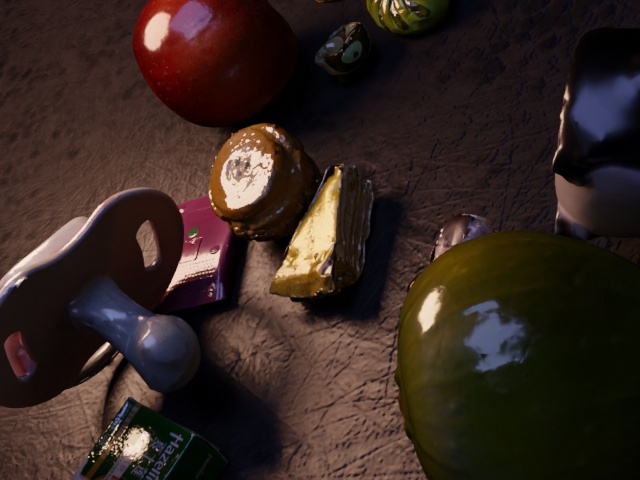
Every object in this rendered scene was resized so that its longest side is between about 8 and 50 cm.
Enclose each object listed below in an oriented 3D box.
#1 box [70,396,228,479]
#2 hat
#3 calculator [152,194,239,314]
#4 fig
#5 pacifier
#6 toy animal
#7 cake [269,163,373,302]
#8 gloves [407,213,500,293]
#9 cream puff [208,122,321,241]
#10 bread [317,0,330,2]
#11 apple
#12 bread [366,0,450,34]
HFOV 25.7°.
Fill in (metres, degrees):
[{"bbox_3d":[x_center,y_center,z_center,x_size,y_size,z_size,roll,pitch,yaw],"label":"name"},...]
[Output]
[{"bbox_3d":[-0.221,0.300,1.650,0.135,0.081,0.199,19,71,43],"label":"box"},{"bbox_3d":[0.038,-0.257,1.933,0.076,0.059,0.077,-5,47,53],"label":"hat"},{"bbox_3d":[-0.164,0.012,1.876,0.126,0.034,0.190,-14,48,28],"label":"calculator"},{"bbox_3d":[0.228,0.132,1.333,0.316,0.316,0.316,-19,47,22],"label":"fig"},{"bbox_3d":[-0.271,0.082,1.706,0.332,0.220,0.273,-43,23,-26],"label":"pacifier"},{"bbox_3d":[0.395,-0.090,1.389,0.310,0.251,0.251,11,61,15],"label":"toy animal"},{"bbox_3d":[0.003,0.001,1.752,0.116,0.079,0.185,-24,54,36],"label":"cake"},{"bbox_3d":[0.157,0.042,1.578,0.144,0.094,0.110,-61,34,7],"label":"gloves"},{"bbox_3d":[-0.066,-0.071,1.813,0.150,0.115,0.165,-14,58,35],"label":"cream puff"},{"bbox_3d":[0.011,-0.394,2.064,0.085,0.053,0.085,-19,47,22],"label":"bread"},{"bbox_3d":[-0.146,-0.268,1.955,0.201,0.218,0.218,-39,43,7],"label":"apple"},{"bbox_3d":[0.125,-0.347,1.935,0.130,0.071,0.139,8,61,44],"label":"bread"}]
